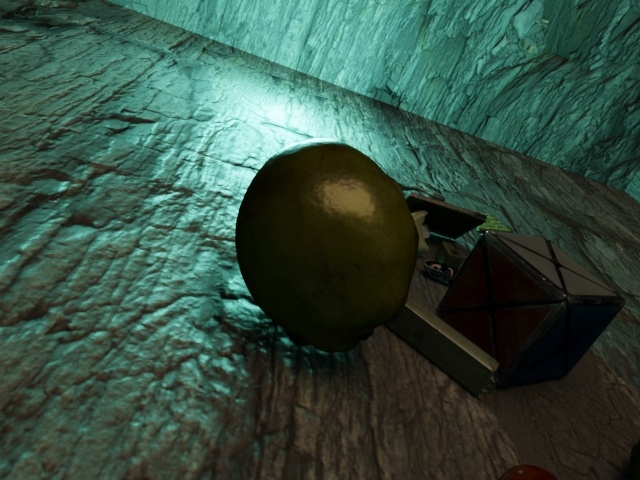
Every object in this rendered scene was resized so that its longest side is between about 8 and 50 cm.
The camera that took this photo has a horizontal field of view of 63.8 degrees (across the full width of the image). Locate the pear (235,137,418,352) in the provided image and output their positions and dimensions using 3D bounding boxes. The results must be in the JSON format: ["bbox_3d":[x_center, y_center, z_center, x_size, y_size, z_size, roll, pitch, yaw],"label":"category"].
[{"bbox_3d":[0.000,0.000,0.979,0.351,0.352,0.414,2,53,-34],"label":"pear"}]

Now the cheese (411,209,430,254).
[{"bbox_3d":[0.228,-0.010,1.458,0.235,0.049,0.127,-11,85,-34],"label":"cheese"}]

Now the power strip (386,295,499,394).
[{"bbox_3d":[0.252,0.215,1.079,0.272,0.078,0.052,36,29,25],"label":"power strip"}]

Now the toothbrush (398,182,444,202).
[{"bbox_3d":[0.265,-0.214,1.896,0.413,0.042,0.035,21,-9,-2],"label":"toothbrush"}]

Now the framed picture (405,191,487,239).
[{"bbox_3d":[0.349,-0.069,1.580,0.259,0.189,0.023,16,68,-11],"label":"framed picture"}]

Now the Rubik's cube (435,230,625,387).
[{"bbox_3d":[0.465,0.150,1.172,0.260,0.259,0.255,7,33,-35],"label":"Rubik's cube"}]

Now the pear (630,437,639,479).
[{"bbox_3d":[0.703,0.427,0.878,0.318,0.239,0.342,37,30,9],"label":"pear"}]

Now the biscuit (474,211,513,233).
[{"bbox_3d":[0.614,-0.068,1.918,0.203,0.016,0.144,4,33,-33],"label":"biscuit"}]

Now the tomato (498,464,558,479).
[{"bbox_3d":[0.359,0.420,0.807,0.155,0.069,0.156,18,29,-10],"label":"tomato"}]

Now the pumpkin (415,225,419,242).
[{"bbox_3d":[0.150,0.002,1.281,0.190,0.190,0.146,29,0,11],"label":"pumpkin"}]

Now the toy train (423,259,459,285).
[{"bbox_3d":[0.374,0.105,1.398,0.207,0.047,0.043,21,27,-1],"label":"toy train"}]

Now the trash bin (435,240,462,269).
[{"bbox_3d":[0.365,0.049,1.479,0.043,0.061,0.092,16,26,-13],"label":"trash bin"}]

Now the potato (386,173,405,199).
[{"bbox_3d":[0.083,-0.120,1.424,0.307,0.173,0.210,12,5,-7],"label":"potato"}]
